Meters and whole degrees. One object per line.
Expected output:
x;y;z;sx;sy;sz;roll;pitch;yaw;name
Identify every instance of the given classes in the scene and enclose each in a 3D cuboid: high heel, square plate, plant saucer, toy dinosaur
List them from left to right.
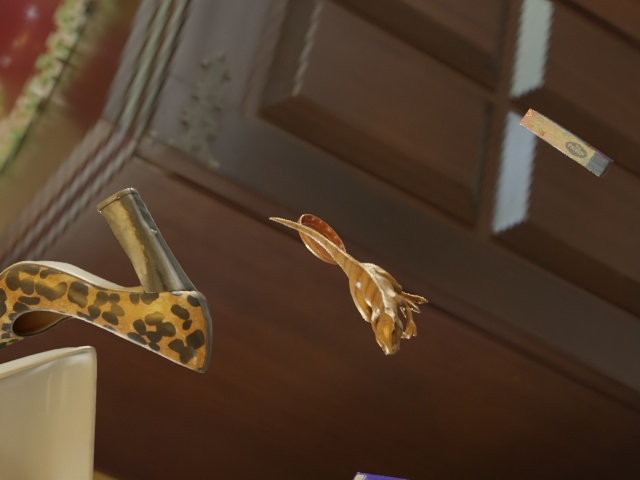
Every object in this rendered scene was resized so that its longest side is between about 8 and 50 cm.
-0.357;0.240;1.266;0.049;0.347;0.344;53;147;38;square plate
-0.226;0.096;1.435;0.261;0.186;0.093;-37;-15;22;high heel
0.000;0.000;2.050;0.013;0.083;0.083;-43;26;25;plant saucer
0.045;0.040;1.412;0.064;0.112;0.211;-41;38;-1;toy dinosaur

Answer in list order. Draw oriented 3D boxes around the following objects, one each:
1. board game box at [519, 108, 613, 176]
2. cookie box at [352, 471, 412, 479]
0.237;-0.094;1.448;0.020;0.090;0.090;-58;-10;10;board game box
0.061;0.267;1.403;0.107;0.040;0.092;0;46;44;cookie box
